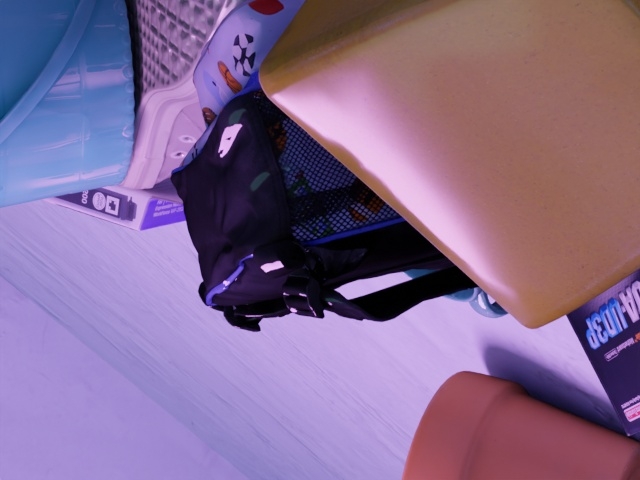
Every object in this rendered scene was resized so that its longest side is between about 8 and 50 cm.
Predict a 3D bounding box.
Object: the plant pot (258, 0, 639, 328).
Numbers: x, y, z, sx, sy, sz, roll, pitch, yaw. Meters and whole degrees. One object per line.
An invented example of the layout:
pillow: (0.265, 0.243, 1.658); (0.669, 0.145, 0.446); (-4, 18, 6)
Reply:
plant pot: (0.137, -0.113, 0.733); (0.212, 0.212, 0.187); (41, 148, -17)

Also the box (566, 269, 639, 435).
box: (0.234, 0.035, 1.031); (0.175, 0.051, 0.220); (64, 166, 11)

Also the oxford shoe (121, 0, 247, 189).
oxford shoe: (-0.083, -0.165, 1.125); (0.130, 0.169, 0.449); (-7, 162, -18)

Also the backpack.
backpack: (0.047, -0.061, 0.926); (0.276, 0.263, 0.213); (163, 98, -75)

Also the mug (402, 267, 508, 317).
mug: (0.103, -0.022, 1.163); (0.129, 0.097, 0.158); (28, 161, 32)

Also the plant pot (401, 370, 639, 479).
plant pot: (0.225, 0.292, 1.516); (0.203, 0.291, 0.291); (5, 149, 27)

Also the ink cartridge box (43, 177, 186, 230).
ink cartridge box: (-0.137, -0.053, 1.387); (0.208, 0.045, 0.206); (16, -161, 33)

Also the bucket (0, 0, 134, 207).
bucket: (-0.265, -0.155, 1.181); (0.281, 0.183, 0.281); (172, 90, -72)
